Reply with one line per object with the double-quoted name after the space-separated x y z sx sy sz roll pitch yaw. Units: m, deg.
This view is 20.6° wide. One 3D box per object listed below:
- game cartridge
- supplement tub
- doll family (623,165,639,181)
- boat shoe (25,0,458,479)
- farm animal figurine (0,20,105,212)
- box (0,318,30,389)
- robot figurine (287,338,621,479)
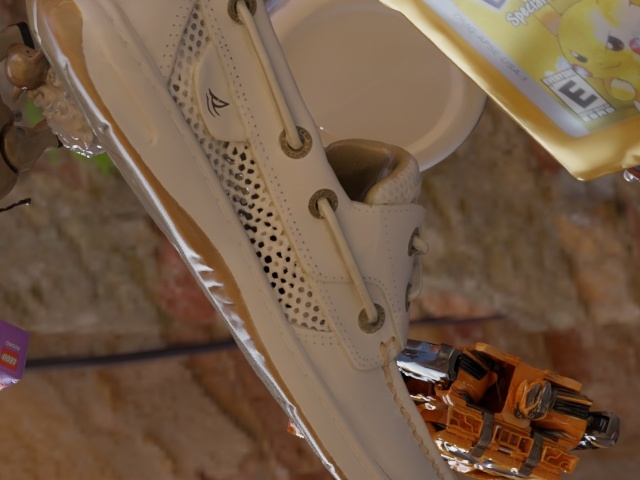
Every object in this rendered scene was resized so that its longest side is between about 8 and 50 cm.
0.152 -0.174 1.085 0.324 0.285 0.052 38 -119 -22 "game cartridge"
0.040 -0.207 1.433 0.316 0.194 0.193 -86 -23 -52 "supplement tub"
0.377 -0.017 1.750 0.111 0.193 0.076 -109 40 -70 "doll family"
0.000 0.000 0.664 0.277 0.096 0.098 59 172 -31 "boat shoe"
-0.371 -0.162 1.619 0.326 0.330 0.172 58 -145 -2 "farm animal figurine"
-0.451 0.086 1.658 0.293 0.201 0.057 31 -133 -34 "box"
0.093 0.131 1.327 0.211 0.291 0.085 22 -103 -19 "robot figurine"
